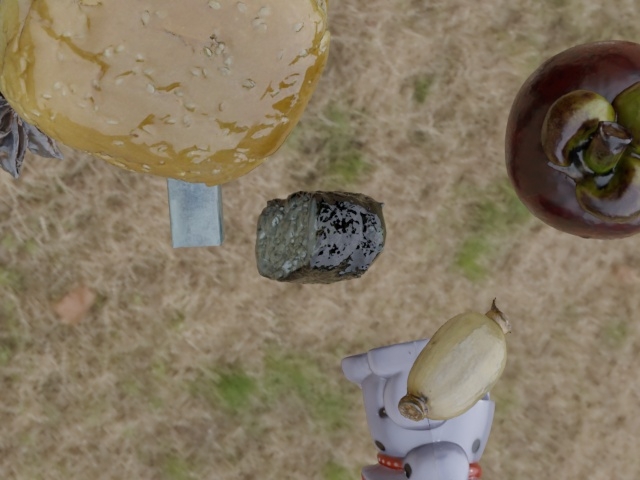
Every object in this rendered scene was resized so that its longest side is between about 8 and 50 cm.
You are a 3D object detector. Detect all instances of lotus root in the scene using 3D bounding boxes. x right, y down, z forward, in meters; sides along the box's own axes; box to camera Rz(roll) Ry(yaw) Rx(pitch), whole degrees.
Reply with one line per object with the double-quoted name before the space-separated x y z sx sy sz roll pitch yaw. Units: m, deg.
"lotus root" 0.130 0.111 0.996 0.150 0.062 0.073 -42 99 -28

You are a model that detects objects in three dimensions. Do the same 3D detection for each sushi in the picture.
"sushi" 0.000 0.000 1.500 0.127 0.225 0.124 5 80 -26

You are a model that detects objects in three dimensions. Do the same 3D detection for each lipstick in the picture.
"lipstick" -0.175 -0.137 1.478 0.076 0.077 0.290 -2 95 1

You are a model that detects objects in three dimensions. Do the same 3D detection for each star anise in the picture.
"star anise" -0.469 -0.204 1.596 0.262 0.081 0.230 4 84 -65

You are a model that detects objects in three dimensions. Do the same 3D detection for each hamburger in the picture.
"hamburger" -0.138 -0.175 0.952 0.283 0.144 0.259 17 133 -14

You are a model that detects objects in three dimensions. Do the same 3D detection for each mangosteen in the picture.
"mangosteen" 0.301 -0.105 1.136 0.215 0.215 0.257 -63 177 4

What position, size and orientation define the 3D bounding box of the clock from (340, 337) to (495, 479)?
"clock" 0.120 0.243 1.200 0.189 0.189 0.254 8 73 -41
